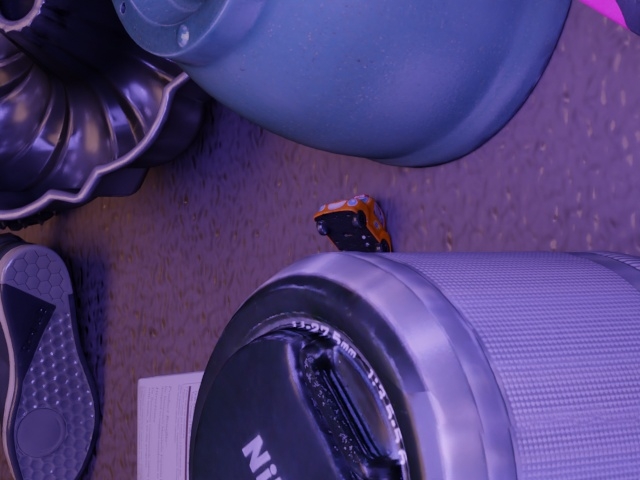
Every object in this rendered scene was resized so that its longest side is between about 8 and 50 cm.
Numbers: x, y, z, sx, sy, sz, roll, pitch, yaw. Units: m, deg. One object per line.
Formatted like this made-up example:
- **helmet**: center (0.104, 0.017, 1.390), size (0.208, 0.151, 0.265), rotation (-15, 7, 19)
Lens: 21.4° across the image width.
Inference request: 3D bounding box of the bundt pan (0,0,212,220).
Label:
- **bundt pan**: center (-0.199, -0.171, 1.285), size (0.330, 0.124, 0.331), rotation (-3, 83, 24)

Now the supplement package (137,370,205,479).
- **supplement package**: center (-0.008, 0.147, 1.056), size (0.244, 0.139, 0.134), rotation (-13, 75, 61)

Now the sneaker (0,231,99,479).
- **sneaker**: center (-0.263, 0.104, 1.490), size (0.163, 0.086, 0.226), rotation (16, 111, 61)

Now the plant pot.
- **plant pot**: center (-0.011, -0.192, 1.041), size (0.293, 0.196, 0.293), rotation (2, 92, 54)

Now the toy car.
- **toy car**: center (0.000, 0.000, 1.147), size (0.122, 0.060, 0.041), rotation (-27, 36, 44)

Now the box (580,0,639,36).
- **box**: center (0.188, -0.175, 0.793), size (0.247, 0.163, 0.142), rotation (43, 120, 45)

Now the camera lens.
- **camera lens**: center (0.090, 0.114, 0.833), size (0.219, 0.274, 0.219), rotation (0, 90, 54)

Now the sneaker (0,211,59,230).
- **sneaker**: center (-0.226, -0.110, 1.444), size (0.234, 0.078, 0.106), rotation (-53, 47, 35)
